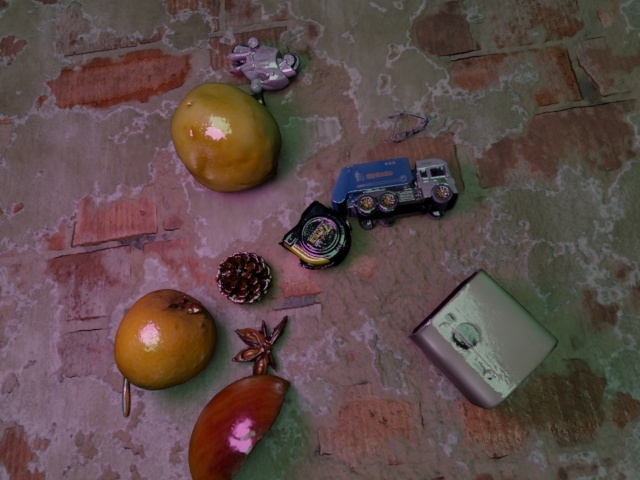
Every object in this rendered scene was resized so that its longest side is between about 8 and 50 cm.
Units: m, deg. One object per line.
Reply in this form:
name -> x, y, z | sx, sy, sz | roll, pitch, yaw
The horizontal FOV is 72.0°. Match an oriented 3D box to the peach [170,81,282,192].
peach -> -0.278, -0.314, 1.345 | 0.315, 0.314, 0.281 | 13, 41, 10

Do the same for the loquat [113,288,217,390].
loquat -> -0.418, 0.265, 1.216 | 0.275, 0.275, 0.275 | -1, 75, 5

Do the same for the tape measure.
tape measure -> 0.000, 0.000, 1.328 | 0.186, 0.112, 0.199 | 38, 87, 20

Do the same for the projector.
projector -> 0.408, 0.253, 1.150 | 0.248, 0.248, 0.249 | -42, 76, -7

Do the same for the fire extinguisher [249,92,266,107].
fire extinguisher -> -0.313, -0.446, 1.475 | 0.252, 0.106, 0.075 | -10, 51, 2

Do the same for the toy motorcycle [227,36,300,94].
toy motorcycle -> -0.202, -0.584, 1.507 | 0.260, 0.110, 0.171 | 17, 89, 14

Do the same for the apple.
apple -> -0.227, 0.510, 1.179 | 0.346, 0.179, 0.254 | -52, 45, -4

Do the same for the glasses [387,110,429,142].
glasses -> 0.269, -0.389, 1.430 | 0.140, 0.062, 0.104 | -27, 73, -3

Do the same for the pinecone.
pinecone -> -0.231, 0.106, 1.290 | 0.163, 0.165, 0.163 | -2, 77, 9

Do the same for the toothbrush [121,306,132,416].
toothbrush -> -0.580, 0.361, 1.328 | 0.031, 0.023, 0.321 | -10, 74, 10

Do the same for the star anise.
star anise -> -0.187, 0.310, 1.289 | 0.157, 0.053, 0.212 | 11, 80, 4

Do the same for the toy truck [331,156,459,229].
toy truck -> 0.216, -0.143, 1.327 | 0.367, 0.146, 0.175 | -7, 71, 3
